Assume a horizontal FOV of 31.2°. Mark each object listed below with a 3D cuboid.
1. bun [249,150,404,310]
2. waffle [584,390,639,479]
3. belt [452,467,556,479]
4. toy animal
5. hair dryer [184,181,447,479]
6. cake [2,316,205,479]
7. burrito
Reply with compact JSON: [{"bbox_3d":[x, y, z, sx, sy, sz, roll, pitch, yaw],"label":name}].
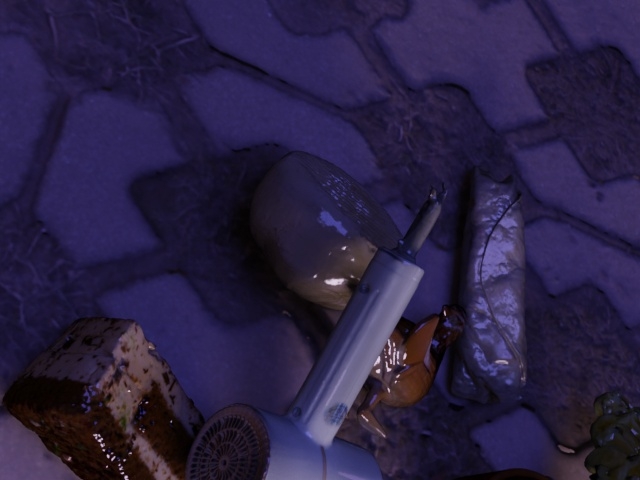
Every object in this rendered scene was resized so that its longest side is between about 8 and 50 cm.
[{"bbox_3d":[0.000,0.000,1.152,0.173,0.113,0.166,48,19,9],"label":"bun"},{"bbox_3d":[0.390,0.325,1.253,0.297,0.073,0.317,46,37,-23],"label":"waffle"},{"bbox_3d":[0.204,0.367,1.176,0.184,0.105,0.262,-4,78,-32],"label":"belt"},{"bbox_3d":[0.083,0.102,1.157,0.179,0.089,0.188,-44,143,-20],"label":"toy animal"},{"bbox_3d":[0.035,0.110,1.033,0.173,0.107,0.357,27,93,-43],"label":"hair dryer"},{"bbox_3d":[-0.147,0.178,1.010,0.246,0.135,0.112,46,59,-12],"label":"cake"},{"bbox_3d":[0.193,0.044,1.284,0.082,0.059,0.275,10,71,-12],"label":"burrito"}]
